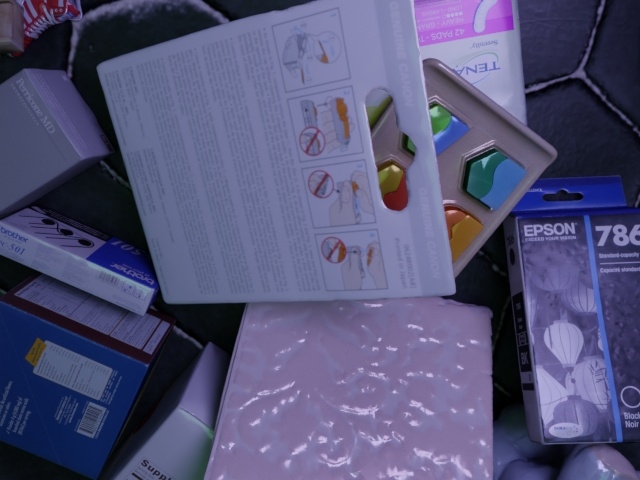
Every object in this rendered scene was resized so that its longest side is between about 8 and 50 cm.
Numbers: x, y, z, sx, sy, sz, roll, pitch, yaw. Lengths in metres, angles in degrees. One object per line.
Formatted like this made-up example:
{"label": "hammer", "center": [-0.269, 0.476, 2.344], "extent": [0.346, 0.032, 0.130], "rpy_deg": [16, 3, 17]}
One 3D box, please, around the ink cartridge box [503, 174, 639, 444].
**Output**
{"label": "ink cartridge box", "center": [0.319, 0.068, 0.684], "extent": [0.166, 0.065, 0.332], "rpy_deg": [-4, 74, 3]}

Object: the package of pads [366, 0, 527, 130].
{"label": "package of pads", "center": [0.091, -0.164, 0.684], "extent": [0.297, 0.101, 0.229], "rpy_deg": [-9, 106, 5]}

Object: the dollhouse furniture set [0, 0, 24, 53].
{"label": "dollhouse furniture set", "center": [-0.313, -0.316, 0.617], "extent": [0.161, 0.101, 0.181], "rpy_deg": [-5, 83, 3]}

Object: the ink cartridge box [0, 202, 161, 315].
{"label": "ink cartridge box", "center": [-0.308, 0.022, 0.756], "extent": [0.207, 0.097, 0.046], "rpy_deg": [25, 107, -6]}

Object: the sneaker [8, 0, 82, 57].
{"label": "sneaker", "center": [-0.338, -0.268, 0.696], "extent": [0.067, 0.042, 0.118], "rpy_deg": [29, 104, -4]}

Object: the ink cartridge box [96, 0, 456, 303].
{"label": "ink cartridge box", "center": [-0.050, -0.086, 0.643], "extent": [0.385, 0.091, 0.307], "rpy_deg": [-5, 105, 27]}

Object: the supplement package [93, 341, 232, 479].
{"label": "supplement package", "center": [-0.192, 0.327, 0.803], "extent": [0.175, 0.177, 0.293], "rpy_deg": [39, 104, -9]}

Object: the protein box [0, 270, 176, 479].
{"label": "protein box", "center": [-0.343, 0.175, 0.783], "extent": [0.201, 0.136, 0.199], "rpy_deg": [26, 106, -6]}

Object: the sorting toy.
{"label": "sorting toy", "center": [0.132, -0.065, 0.640], "extent": [0.193, 0.038, 0.208], "rpy_deg": [32, 110, -15]}

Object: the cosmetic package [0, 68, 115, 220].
{"label": "cosmetic package", "center": [-0.401, -0.103, 0.718], "extent": [0.238, 0.107, 0.127], "rpy_deg": [-30, 101, 13]}

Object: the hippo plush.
{"label": "hippo plush", "center": [0.298, 0.355, 0.769], "extent": [0.294, 0.236, 0.234], "rpy_deg": [-39, 106, 3]}

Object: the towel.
{"label": "towel", "center": [0.049, 0.192, 0.709], "extent": [0.332, 0.316, 0.053], "rpy_deg": [11, 145, 0]}
